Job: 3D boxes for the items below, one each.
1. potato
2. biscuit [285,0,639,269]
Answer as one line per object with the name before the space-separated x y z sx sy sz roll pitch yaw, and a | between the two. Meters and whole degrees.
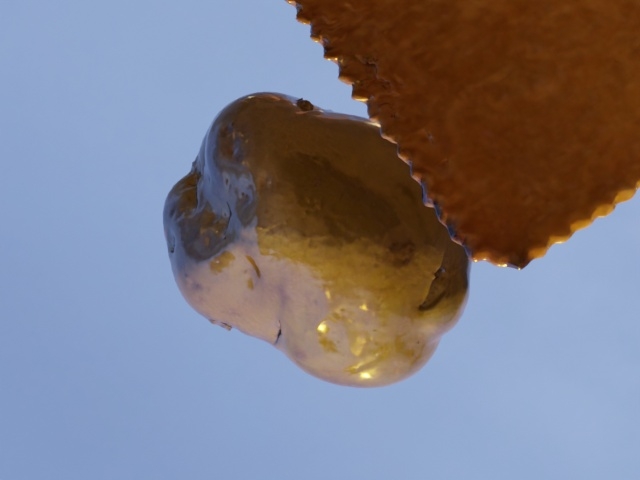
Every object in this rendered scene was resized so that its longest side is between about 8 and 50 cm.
potato | 0.001 -0.002 1.085 0.200 0.154 0.137 30 -136 4
biscuit | 0.114 -0.128 0.875 0.237 0.013 0.232 -32 -105 -13
